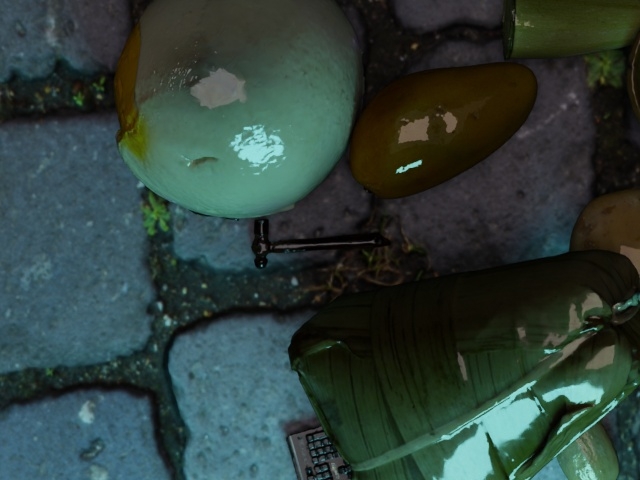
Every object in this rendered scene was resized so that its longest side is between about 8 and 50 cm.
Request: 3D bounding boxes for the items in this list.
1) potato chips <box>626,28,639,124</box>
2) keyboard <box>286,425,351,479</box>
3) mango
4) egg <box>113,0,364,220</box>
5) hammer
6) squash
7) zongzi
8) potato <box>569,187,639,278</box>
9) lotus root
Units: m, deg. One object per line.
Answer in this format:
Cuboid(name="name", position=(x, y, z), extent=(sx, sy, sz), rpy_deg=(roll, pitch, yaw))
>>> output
Cuboid(name="potato chips", position=(0.461, -0.202, 1.602), extent=(0.195, 0.062, 0.208), rpy_deg=(-37, 105, 1))
Cuboid(name="keyboard", position=(0.026, 0.350, 1.702), extent=(0.093, 0.025, 0.230), rpy_deg=(-16, 93, 3))
Cuboid(name="mango", position=(0.146, -0.146, 1.610), extent=(0.253, 0.113, 0.138), rpy_deg=(-28, 94, 5))
Cuboid(name="egg", position=(-0.105, -0.180, 1.587), extent=(0.337, 0.201, 0.337), rpy_deg=(0, 96, 4))
Cuboid(name="hammer", position=(0.000, 0.000, 1.679), extent=(0.178, 0.021, 0.065), rpy_deg=(-3, 93, 4))
Cuboid(name="squash", position=(0.332, -0.273, 1.608), extent=(0.224, 0.094, 0.094), rpy_deg=(-4, 94, -2))
Cuboid(name="zongzi", position=(0.260, 0.247, 1.551), extent=(0.499, 0.218, 0.467), rpy_deg=(-13, 107, 29))
Cuboid(name="potato", position=(0.387, 0.052, 1.602), extent=(0.150, 0.146, 0.234), rpy_deg=(-22, 93, 37))
Cuboid(name="lotus root", position=(0.332, 0.266, 1.652), extent=(0.073, 0.062, 0.150), rpy_deg=(-25, 91, 6))
